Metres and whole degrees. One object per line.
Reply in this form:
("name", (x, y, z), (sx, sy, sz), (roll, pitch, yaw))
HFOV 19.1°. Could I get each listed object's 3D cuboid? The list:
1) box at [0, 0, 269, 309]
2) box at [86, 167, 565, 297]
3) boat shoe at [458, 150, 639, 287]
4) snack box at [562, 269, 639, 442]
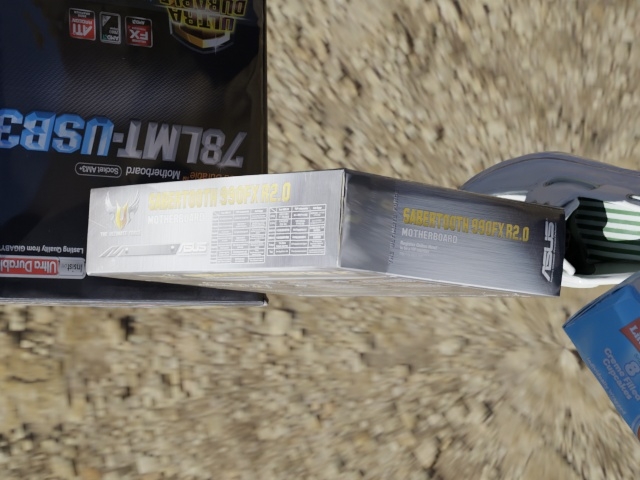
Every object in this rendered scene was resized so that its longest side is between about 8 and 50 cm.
("box", (-0.166, -0.096, 1.437), (0.073, 0.296, 0.293), (-7, 82, 46))
("box", (0.000, 0.000, 1.135), (0.231, 0.183, 0.056), (-3, 82, 48))
("boat shoe", (0.163, -0.012, 1.207), (0.226, 0.076, 0.083), (-3, 104, 41))
("snack box", (0.277, 0.130, 0.945), (0.322, 0.187, 0.060), (57, 138, 7))
